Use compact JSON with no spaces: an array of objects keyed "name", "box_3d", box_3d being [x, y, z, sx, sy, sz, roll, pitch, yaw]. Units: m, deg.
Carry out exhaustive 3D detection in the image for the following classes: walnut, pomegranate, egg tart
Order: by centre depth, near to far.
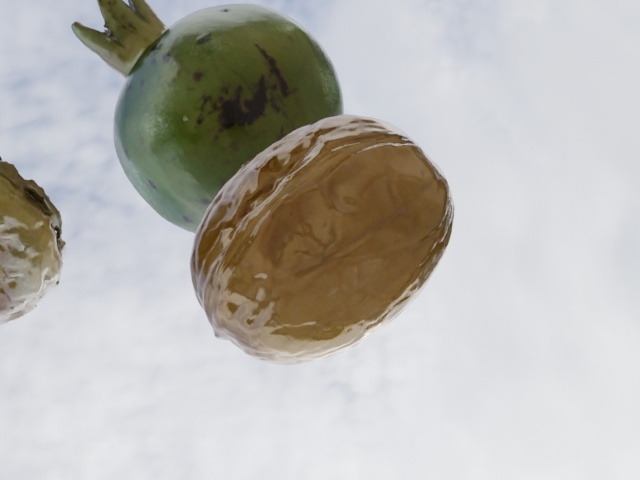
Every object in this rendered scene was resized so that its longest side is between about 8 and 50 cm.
[{"name":"egg tart","box_3d":[-0.290,-0.016,0.735,0.241,0.241,0.106,21,-130,-29]},{"name":"walnut","box_3d":[0.000,0.000,0.797,0.206,0.159,0.159,-41,-76,-6]},{"name":"pomegranate","box_3d":[-0.124,-0.156,1.212,0.340,0.260,0.260,40,-123,-1]}]
